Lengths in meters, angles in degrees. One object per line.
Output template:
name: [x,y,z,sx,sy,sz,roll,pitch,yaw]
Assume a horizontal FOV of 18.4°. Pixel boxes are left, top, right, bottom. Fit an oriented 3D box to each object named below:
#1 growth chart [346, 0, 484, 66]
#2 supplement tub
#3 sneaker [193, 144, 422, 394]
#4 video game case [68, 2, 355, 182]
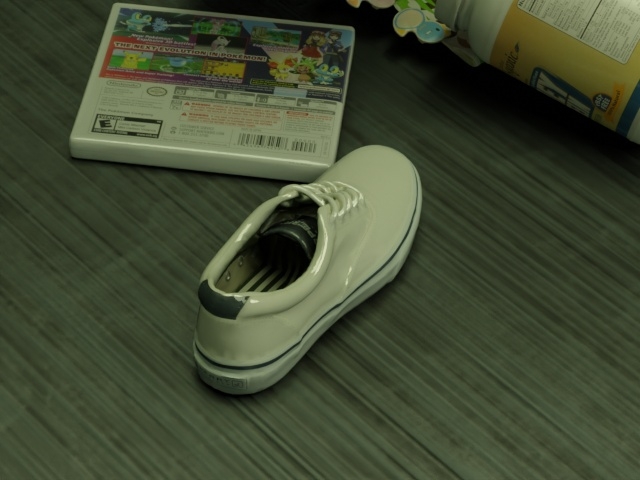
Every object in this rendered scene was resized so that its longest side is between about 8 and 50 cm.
growth chart: [0.127,-0.206,1.640,0.237,0.021,0.172,31,48,10]
supplement tub: [0.204,-0.178,1.528,0.199,0.144,0.144,29,46,9]
sneaker: [0.000,0.000,1.372,0.094,0.091,0.258,21,44,18]
video game case: [-0.081,-0.118,1.550,0.201,0.023,0.183,6,42,3]
